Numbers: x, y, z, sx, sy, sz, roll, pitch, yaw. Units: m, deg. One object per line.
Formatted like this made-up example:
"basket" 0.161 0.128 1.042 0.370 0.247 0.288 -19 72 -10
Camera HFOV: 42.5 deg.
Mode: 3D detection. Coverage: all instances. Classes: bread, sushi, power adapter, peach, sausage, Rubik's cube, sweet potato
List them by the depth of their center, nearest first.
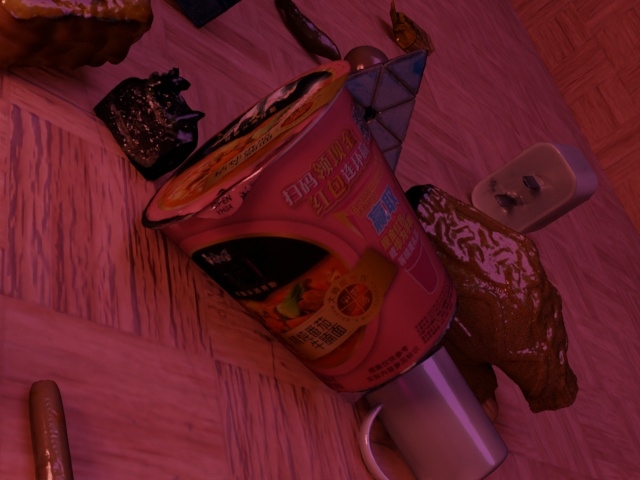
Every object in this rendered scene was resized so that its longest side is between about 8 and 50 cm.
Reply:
"sausage" -0.170 0.149 0.526 0.024 0.024 0.132 20 43 -48
"bread" -0.252 -0.267 0.740 0.181 0.096 0.222 -6 74 -44
"sushi" -0.157 -0.114 0.786 0.056 0.084 0.083 -1 61 -57
"Rubik's cube" 0.070 -0.218 1.174 0.190 0.178 0.211 3 55 -53
"sweet potato" -0.023 -0.335 1.311 0.153 0.038 0.041 47 3 4
"peach" 0.074 -0.279 1.355 0.083 0.083 0.083 38 31 -28
"power adapter" 0.390 -0.092 1.519 0.124 0.187 0.255 59 27 12

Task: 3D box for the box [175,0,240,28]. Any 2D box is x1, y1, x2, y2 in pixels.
"box" -0.194 -0.462 1.062 0.279 0.116 0.262 50 26 -34

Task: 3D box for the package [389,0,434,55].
"package" 0.183 -0.442 1.750 0.131 0.047 0.071 29 38 -37

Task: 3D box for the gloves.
"gloves" 0.200 0.087 1.005 0.356 0.155 0.203 44 68 -22

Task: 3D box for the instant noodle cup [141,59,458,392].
"instant noodle cup" 0.000 0.000 0.777 0.255 0.243 0.244 52 26 -19

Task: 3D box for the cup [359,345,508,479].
"cup" 0.104 0.198 0.854 0.133 0.136 0.099 58 -7 6
